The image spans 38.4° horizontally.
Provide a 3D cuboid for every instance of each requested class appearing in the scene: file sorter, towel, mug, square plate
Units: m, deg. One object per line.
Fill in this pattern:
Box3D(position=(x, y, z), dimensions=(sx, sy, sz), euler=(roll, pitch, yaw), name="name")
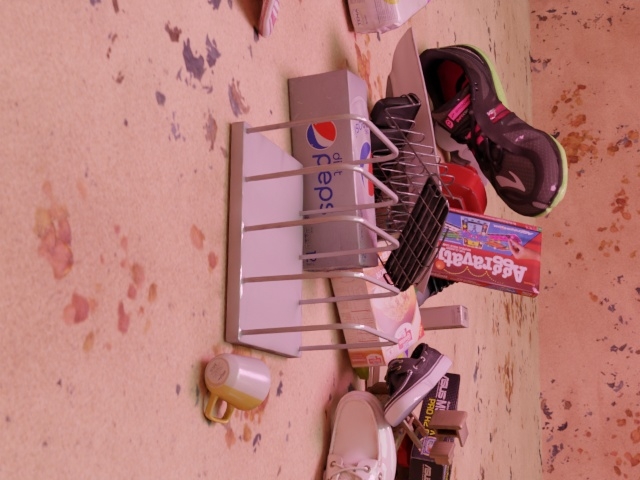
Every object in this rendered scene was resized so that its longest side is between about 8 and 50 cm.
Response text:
Box3D(position=(0.000, 0.000, 1.175), dimensions=(0.193, 0.173, 0.278), euler=(30, 58, -64), name="file sorter")
Box3D(position=(-0.050, -0.391, 1.238), dimensions=(0.144, 0.029, 0.197), euler=(110, -12, -63), name="towel")
Box3D(position=(-0.099, 0.164, 1.041), dimensions=(0.064, 0.062, 0.078), euler=(35, 46, -53), name="mug")
Box3D(position=(0.150, -0.126, 1.580), dimensions=(0.347, 0.049, 0.344), euler=(89, -4, -64), name="square plate")

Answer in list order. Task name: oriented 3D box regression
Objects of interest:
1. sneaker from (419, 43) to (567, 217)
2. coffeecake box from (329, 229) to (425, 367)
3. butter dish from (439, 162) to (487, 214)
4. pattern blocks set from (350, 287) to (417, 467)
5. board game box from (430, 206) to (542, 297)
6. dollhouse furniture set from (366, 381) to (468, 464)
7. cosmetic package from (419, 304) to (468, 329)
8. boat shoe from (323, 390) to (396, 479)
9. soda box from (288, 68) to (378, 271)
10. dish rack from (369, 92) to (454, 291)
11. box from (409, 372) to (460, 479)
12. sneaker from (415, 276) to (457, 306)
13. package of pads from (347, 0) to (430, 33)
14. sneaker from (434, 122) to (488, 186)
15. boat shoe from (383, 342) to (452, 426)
Box3D(position=(0.343, -0.233, 1.956), dimensions=(0.202, 0.185, 0.483), euler=(0, 47, -40), name="sneaker")
Box3D(position=(0.090, 0.092, 1.473), dimensions=(0.142, 0.068, 0.185), euler=(-27, 106, -55), name="coffeecake box")
Box3D(position=(0.290, -0.108, 1.929), dimensions=(0.118, 0.160, 0.160), euler=(-55, 141, -22), name="butter dish")
Box3D(position=(0.122, 0.215, 1.607), dimensions=(0.285, 0.026, 0.325), euler=(39, 54, -53), name="pattern blocks set")
Box3D(position=(0.284, 0.013, 1.756), dimensions=(0.027, 0.281, 0.145), euler=(114, -13, -64), name="board game box")
Box3D(position=(0.124, 0.314, 1.406), dimensions=(0.182, 0.161, 0.101), euler=(-54, 132, -50), name="dollhouse furniture set")
Box3D(position=(0.227, 0.152, 1.797), dimensions=(0.060, 0.115, 0.041), euler=(27, 59, -66), name="cosmetic package")
Box3D(position=(0.050, 0.356, 1.320), dimensions=(0.096, 0.098, 0.277), euler=(24, 64, -67), name="boat shoe")
Box3D(position=(0.020, -0.099, 1.352), dimensions=(0.091, 0.098, 0.286), euler=(8, 77, -68), name="soda box")
Box3D(position=(0.123, -0.067, 1.372), dimensions=(0.271, 0.074, 0.208), euler=(64, -36, 40), name="dish rack")
Box3D(position=(0.204, 0.406, 1.666), dimensions=(0.216, 0.060, 0.270), euler=(-67, 160, -52), name="box")
Box3D(position=(0.260, 0.049, 1.813), dimensions=(0.295, 0.178, 0.124), euler=(-56, 135, -55), name="sneaker")
Box3D(position=(0.117, -0.515, 1.691), dimensions=(0.296, 0.101, 0.229), euler=(-51, 130, -60), name="package of pads")
Box3D(position=(0.353, -0.247, 2.225), dimensions=(0.268, 0.101, 0.153), euler=(56, 38, -47), name="sneaker")
Box3D(position=(0.135, 0.209, 1.402), dimensions=(0.080, 0.076, 0.228), euler=(-55, 167, 28), name="boat shoe")
